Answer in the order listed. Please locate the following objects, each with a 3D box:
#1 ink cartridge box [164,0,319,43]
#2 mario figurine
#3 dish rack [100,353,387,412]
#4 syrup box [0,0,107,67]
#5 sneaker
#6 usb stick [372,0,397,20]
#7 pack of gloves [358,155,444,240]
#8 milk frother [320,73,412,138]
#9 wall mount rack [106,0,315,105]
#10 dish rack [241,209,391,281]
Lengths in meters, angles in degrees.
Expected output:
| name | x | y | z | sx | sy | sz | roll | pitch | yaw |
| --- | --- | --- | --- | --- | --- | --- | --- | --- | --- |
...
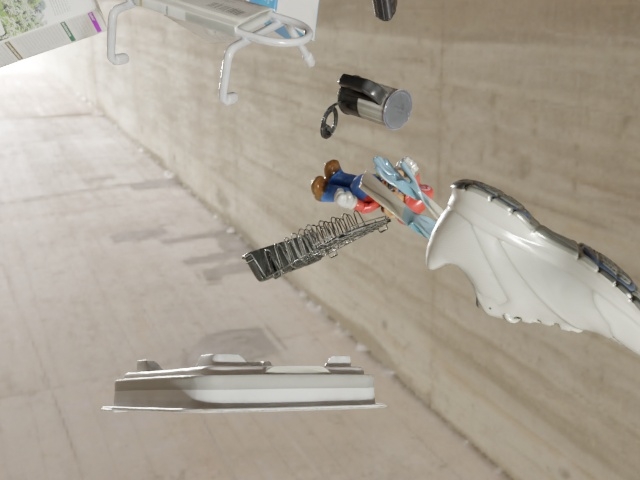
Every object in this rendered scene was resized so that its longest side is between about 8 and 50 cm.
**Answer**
| name | x | y | z | sx | sy | sz | roll | pitch | yaw |
| --- | --- | --- | --- | --- | --- | --- | --- | --- | --- |
| ink cartridge box | -0.162 | -0.546 | 1.716 | 0.270 | 0.198 | 0.197 | 5 | 177 | 25 |
| mario figurine | 0.143 | -0.155 | 2.110 | 0.320 | 0.198 | 0.170 | 12 | 169 | 23 |
| dish rack | -0.106 | 0.190 | 1.053 | 0.285 | 0.072 | 0.332 | 7 | 167 | -34 |
| syrup box | -0.483 | -0.364 | 1.319 | 0.236 | 0.093 | 0.096 | -22 | 173 | -7 |
| sneaker | 0.259 | 0.049 | 0.942 | 0.297 | 0.129 | 0.111 | 35 | -163 | 15 |
| usb stick | 0.111 | -0.534 | 1.523 | 0.045 | 0.278 | 0.077 | 6 | -117 | 15 |
| pack of gloves | 0.181 | -0.068 | 1.429 | 0.232 | 0.046 | 0.195 | 39 | -156 | -7 |
| milk frother | 0.085 | -0.253 | 1.609 | 0.129 | 0.143 | 0.134 | 8 | -166 | -47 |
| wall mount rack | -0.159 | -0.326 | 1.266 | 0.350 | 0.131 | 0.304 | 22 | -146 | 17 |
| dish rack | 0.000 | 0.000 | 1.602 | 0.271 | 0.074 | 0.208 | -28 | 175 | 41 |
